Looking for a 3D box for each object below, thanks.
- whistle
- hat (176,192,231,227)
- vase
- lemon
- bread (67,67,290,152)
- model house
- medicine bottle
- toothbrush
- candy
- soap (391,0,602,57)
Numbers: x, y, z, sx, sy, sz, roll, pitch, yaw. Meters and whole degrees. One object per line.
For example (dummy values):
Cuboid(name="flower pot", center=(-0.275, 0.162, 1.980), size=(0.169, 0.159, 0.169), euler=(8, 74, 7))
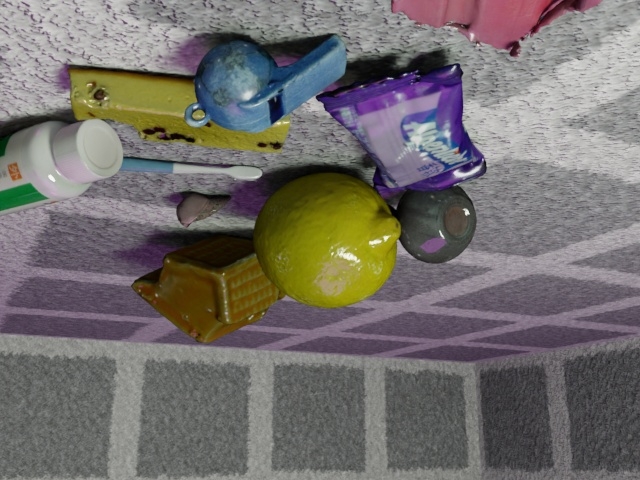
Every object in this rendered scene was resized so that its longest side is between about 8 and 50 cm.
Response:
Cuboid(name="whistle", center=(-0.060, -0.153, 0.674), size=(0.158, 0.090, 0.090), euler=(-38, 169, -13))
Cuboid(name="hat", center=(-0.176, -0.055, 1.075), size=(0.087, 0.042, 0.058), euler=(-30, -177, -21))
Cuboid(name="vase", center=(0.137, -0.027, 1.046), size=(0.120, 0.120, 0.183), euler=(10, 175, -31))
Cuboid(name="lemon", center=(0.000, 0.000, 0.992), size=(0.248, 0.184, 0.184), euler=(-2, 167, 45))
Cuboid(name="bread", center=(-0.144, -0.134, 0.761), size=(0.226, 0.049, 0.088), euler=(4, 164, -10))
Cuboid(name="model house", center=(-0.152, 0.054, 1.282), size=(0.268, 0.173, 0.239), euler=(-27, 169, -40))
Cuboid(name="medicine bottle", center=(-0.351, -0.083, 0.861), size=(0.260, 0.095, 0.095), euler=(-8, 162, 31))
Cuboid(name="toothbrush", center=(-0.214, -0.096, 0.949), size=(0.276, 0.019, 0.025), euler=(3, 171, -12))
Cuboid(name="candy", center=(0.100, -0.114, 0.803), size=(0.145, 0.070, 0.275), euler=(-12, 158, 15))
Cuboid(name="soap", center=(0.119, -0.206, 0.423), size=(0.162, 0.099, 0.250), euler=(-1, 163, 3))
